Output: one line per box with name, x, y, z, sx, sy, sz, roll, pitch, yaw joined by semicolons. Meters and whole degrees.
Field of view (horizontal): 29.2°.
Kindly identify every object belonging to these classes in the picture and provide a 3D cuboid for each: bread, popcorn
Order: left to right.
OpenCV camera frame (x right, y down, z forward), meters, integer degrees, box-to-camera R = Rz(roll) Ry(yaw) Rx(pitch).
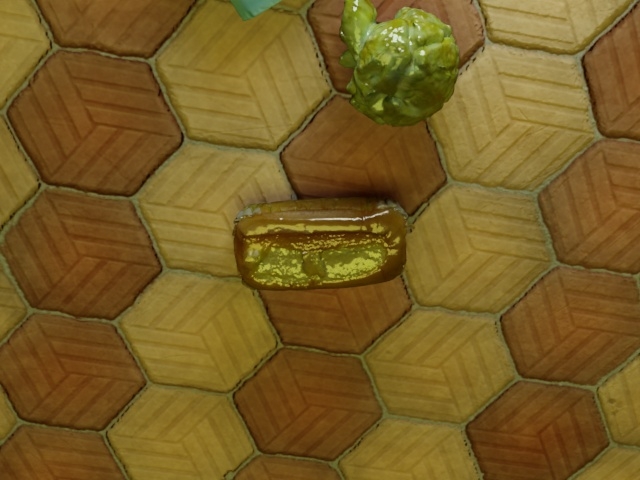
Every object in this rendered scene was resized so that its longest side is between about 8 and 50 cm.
bread;0.000;0.000;2.039;0.288;0.119;0.153;-3;116;-1
popcorn;0.111;-0.280;1.861;0.212;0.198;0.198;39;114;5

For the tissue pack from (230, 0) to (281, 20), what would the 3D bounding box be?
tissue pack;-0.111;-0.470;1.778;0.177;0.089;0.263;-29;116;16
